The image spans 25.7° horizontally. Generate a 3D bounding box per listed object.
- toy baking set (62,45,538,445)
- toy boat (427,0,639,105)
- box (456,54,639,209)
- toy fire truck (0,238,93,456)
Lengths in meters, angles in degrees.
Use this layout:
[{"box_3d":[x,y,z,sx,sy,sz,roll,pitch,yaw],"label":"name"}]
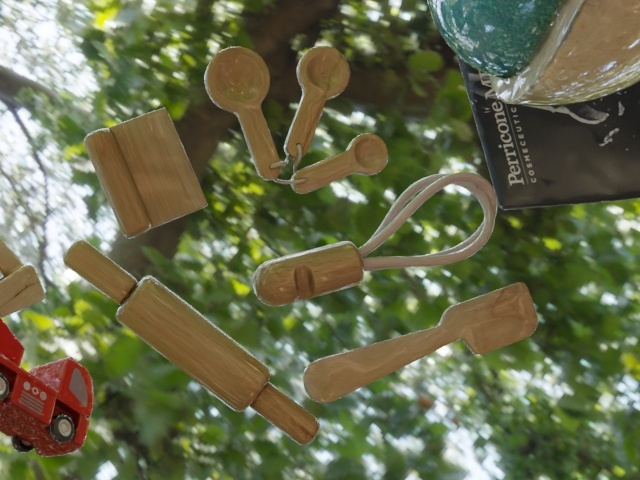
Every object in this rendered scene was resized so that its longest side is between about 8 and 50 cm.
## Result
[{"box_3d":[-0.005,0.004,0.755,0.256,0.030,0.197,42,-106,-6],"label":"toy baking set"},{"box_3d":[0.084,-0.203,0.506,0.148,0.318,0.267,10,-48,-5],"label":"toy boat"},{"box_3d":[0.241,-0.214,0.899,0.179,0.312,0.343,-33,-69,-45],"label":"box"},{"box_3d":[-0.227,0.052,0.967,0.192,0.047,0.135,41,-136,-38],"label":"toy fire truck"}]
